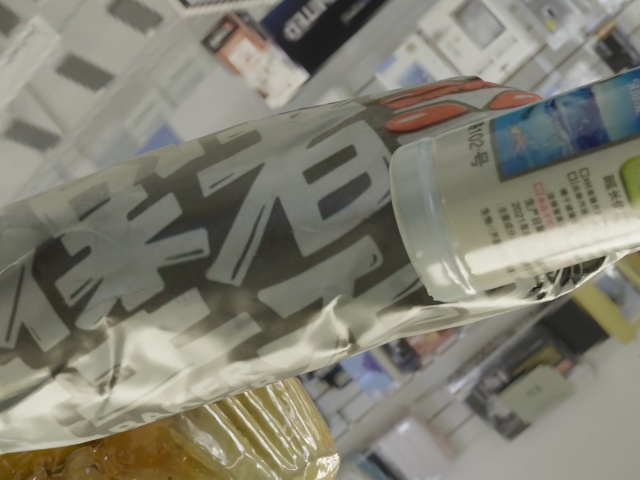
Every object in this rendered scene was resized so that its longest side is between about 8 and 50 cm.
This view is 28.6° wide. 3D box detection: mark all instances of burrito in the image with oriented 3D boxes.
[{"bbox_3d":[0.000,0.000,0.641,0.446,0.139,0.101,-16,-159,2],"label":"burrito"}]

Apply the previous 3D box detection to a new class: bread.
[{"bbox_3d":[-0.179,0.222,1.085,0.389,0.183,0.236,-28,159,-12],"label":"bread"}]

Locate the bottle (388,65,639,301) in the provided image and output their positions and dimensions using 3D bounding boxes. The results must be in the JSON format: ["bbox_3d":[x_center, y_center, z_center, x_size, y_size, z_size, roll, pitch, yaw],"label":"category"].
[{"bbox_3d":[0.131,-0.035,0.399,0.217,0.060,0.060,-16,-177,18],"label":"bottle"}]

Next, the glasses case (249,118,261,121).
[{"bbox_3d":[-0.014,-0.052,0.741,0.083,0.021,0.032,9,128,-33],"label":"glasses case"}]
